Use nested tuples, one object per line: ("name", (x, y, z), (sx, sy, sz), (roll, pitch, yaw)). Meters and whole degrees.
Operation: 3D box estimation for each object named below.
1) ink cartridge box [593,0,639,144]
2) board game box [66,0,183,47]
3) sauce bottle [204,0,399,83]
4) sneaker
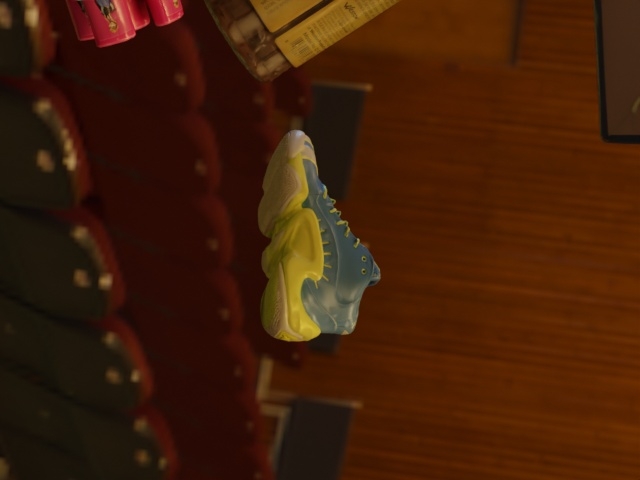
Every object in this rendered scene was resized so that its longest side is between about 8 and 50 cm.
("ink cartridge box", (0.418, -0.272, 1.640), (0.395, 0.151, 0.270), (-30, 120, -51))
("board game box", (-0.084, -0.254, 1.297), (0.390, 0.390, 0.050), (22, -49, 57))
("sauce bottle", (0.065, -0.268, 1.418), (0.111, 0.344, 0.111), (58, 5, -9))
("sneaker", (0.000, 0.000, 1.787), (0.091, 0.126, 0.240), (144, -48, -64))
